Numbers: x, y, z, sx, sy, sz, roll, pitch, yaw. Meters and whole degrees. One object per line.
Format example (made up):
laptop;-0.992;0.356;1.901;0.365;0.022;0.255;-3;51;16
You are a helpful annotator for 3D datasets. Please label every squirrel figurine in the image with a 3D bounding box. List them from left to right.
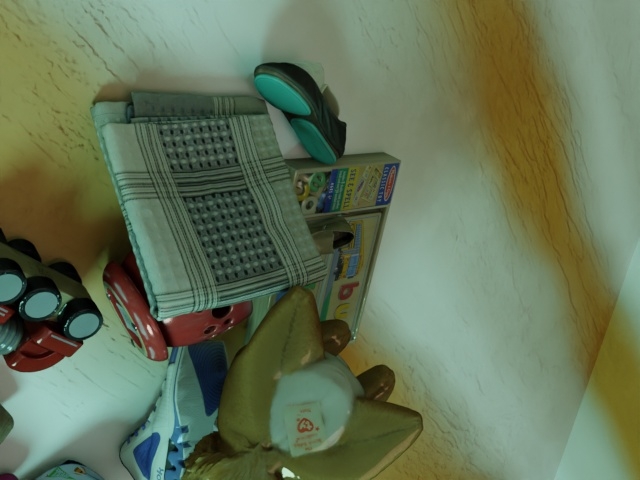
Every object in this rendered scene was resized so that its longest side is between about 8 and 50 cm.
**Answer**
squirrel figurine;-0.068;0.299;1.335;0.397;0.281;0.370;-49;-178;-9

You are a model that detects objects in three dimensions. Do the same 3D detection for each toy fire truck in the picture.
toy fire truck;-0.444;0.135;1.117;0.246;0.158;0.217;-45;141;3

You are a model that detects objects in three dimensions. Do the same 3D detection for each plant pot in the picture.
plant pot;-0.223;0.073;1.260;0.174;0.191;0.191;-29;133;-22

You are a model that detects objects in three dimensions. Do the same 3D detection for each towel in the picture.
towel;-0.148;-0.068;1.190;0.312;0.324;0.056;-10;165;-42

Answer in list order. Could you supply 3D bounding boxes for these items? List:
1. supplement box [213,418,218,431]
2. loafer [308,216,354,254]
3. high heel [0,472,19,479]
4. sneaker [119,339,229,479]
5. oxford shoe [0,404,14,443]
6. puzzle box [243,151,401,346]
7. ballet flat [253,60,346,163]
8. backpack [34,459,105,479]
supplement box;-0.120;0.427;1.562;0.114;0.220;0.111;-4;117;-44
loafer;0.000;0.000;1.461;0.148;0.050;0.056;-28;131;-30
high heel;-0.503;0.387;1.186;0.244;0.082;0.117;-75;151;-65
sneaker;-0.264;0.324;1.429;0.127;0.182;0.315;14;75;-51
oxford shoe;-0.564;0.363;1.149;0.348;0.123;0.130;-47;145;-10
puzzle box;0.002;0.038;1.568;0.272;0.052;0.408;-11;121;-42
ballet flat;-0.026;-0.228;1.344;0.096;0.095;0.280;-68;154;-16
backpack;-0.418;0.504;1.334;0.263;0.213;0.276;-53;138;-23
